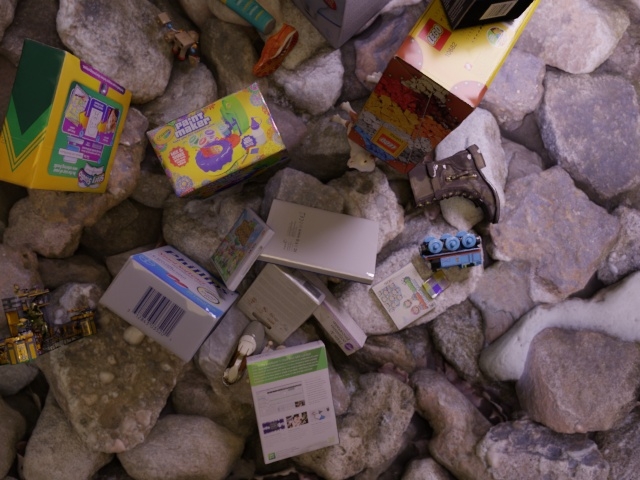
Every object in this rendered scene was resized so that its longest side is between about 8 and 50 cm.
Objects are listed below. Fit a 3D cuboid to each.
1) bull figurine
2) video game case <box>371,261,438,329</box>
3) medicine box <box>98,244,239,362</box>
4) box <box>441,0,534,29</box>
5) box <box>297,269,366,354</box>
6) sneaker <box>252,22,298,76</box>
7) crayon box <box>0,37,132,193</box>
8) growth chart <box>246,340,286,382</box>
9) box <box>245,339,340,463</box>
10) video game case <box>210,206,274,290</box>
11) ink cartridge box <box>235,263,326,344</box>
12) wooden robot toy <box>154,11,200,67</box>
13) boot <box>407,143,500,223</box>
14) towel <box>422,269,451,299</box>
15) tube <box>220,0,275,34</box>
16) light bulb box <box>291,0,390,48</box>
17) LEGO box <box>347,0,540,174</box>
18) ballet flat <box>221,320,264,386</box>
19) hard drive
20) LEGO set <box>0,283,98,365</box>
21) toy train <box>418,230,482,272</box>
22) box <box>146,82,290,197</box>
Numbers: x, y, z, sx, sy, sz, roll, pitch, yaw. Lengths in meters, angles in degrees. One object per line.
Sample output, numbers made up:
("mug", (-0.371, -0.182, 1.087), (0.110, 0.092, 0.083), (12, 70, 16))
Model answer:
("bull figurine", (0.149, -0.340, 1.297), (0.188, 0.101, 0.310), (42, 81, -4))
("video game case", (0.255, 0.168, 1.383), (0.143, 0.019, 0.157), (-33, 94, 2))
("medicine box", (-0.388, 0.155, 1.237), (0.264, 0.289, 0.149), (36, 95, -3))
("box", (0.309, -0.503, 0.865), (0.156, 0.093, 0.158), (-15, 83, -14))
("box", (0.009, 0.190, 1.350), (0.063, 0.067, 0.324), (-37, 95, 28))
("sneaker", (-0.136, -0.543, 1.314), (0.067, 0.064, 0.175), (40, 87, 17))
("crayon box", (-0.636, -0.285, 1.165), (0.106, 0.363, 0.312), (18, 93, -2))
("growth chart", (-0.104, 0.429, 1.396), (0.237, 0.021, 0.172), (39, 92, -3))
("box", (-0.079, 0.473, 1.348), (0.233, 0.058, 0.321), (-10, 101, -12))
("video game case", (-0.224, 0.016, 1.279), (0.023, 0.212, 0.193), (34, 93, -33))
("ink cartridge box", (-0.120, 0.173, 1.334), (0.189, 0.066, 0.232), (41, 130, 2))
("wooden robot toy", (-0.387, -0.575, 1.310), (0.173, 0.076, 0.079), (47, 57, -3))
("boot", (0.380, -0.139, 1.339), (0.229, 0.091, 0.262), (-21, 90, 6))
("towel", (0.349, 0.131, 1.376), (0.083, 0.009, 0.060), (-34, 95, -15))
("tube", (-0.221, -0.674, 1.305), (0.207, 0.052, 0.080), (41, 83, 3))
("light bulb box", (0.013, -0.739, 1.143), (0.225, 0.361, 0.358), (-44, 93, 2))
("LEGO box", (0.310, -0.457, 1.096), (0.193, 0.372, 0.499), (34, 74, -3))
("ballet flat", (-0.228, 0.341, 1.354), (0.072, 0.068, 0.213), (27, 98, 4))
("hard drive", (0.000, 0.000, 1.296), (0.319, 0.040, 0.210), (12, 52, -2))
("LEGO set", (-0.795, 0.209, 1.242), (0.255, 0.331, 0.191), (-11, 93, 20))
("toy train", (0.383, 0.034, 1.347), (0.184, 0.080, 0.105), (-10, 100, 0))
("box", (-0.249, -0.247, 1.216), (0.290, 0.279, 0.176), (-24, 94, 1))
